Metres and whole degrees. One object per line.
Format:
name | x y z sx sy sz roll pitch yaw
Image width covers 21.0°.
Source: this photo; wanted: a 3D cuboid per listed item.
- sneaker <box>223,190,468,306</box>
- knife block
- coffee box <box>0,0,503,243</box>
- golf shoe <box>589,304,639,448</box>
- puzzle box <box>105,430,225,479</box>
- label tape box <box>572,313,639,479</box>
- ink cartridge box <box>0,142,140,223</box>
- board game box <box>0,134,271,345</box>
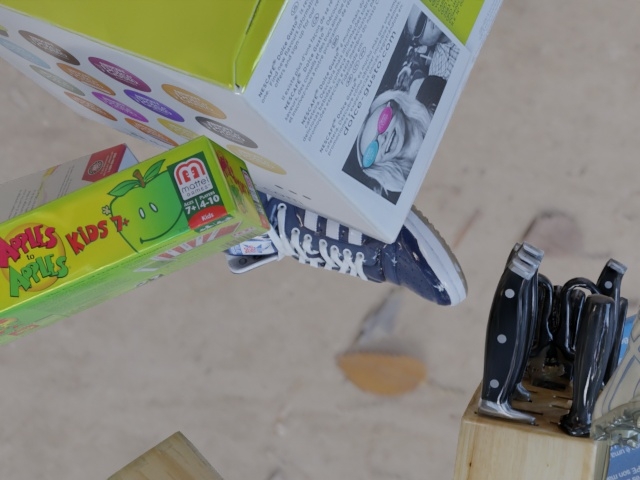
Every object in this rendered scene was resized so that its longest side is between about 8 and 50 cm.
sneaker | 0.000 0.000 1.625 0.153 0.282 0.099 -39 151 -14
knife block | 0.132 0.148 1.099 0.242 0.088 0.275 73 31 -60
coffee box | -0.065 -0.249 1.341 0.338 0.338 0.334 -64 154 -7
golf shoe | 0.165 0.041 0.753 0.069 0.086 0.176 5 158 -11
puzzle box | 0.054 0.274 0.713 0.052 0.409 0.272 -34 123 -13
label tape box | 0.326 0.223 1.430 0.249 0.347 0.115 -23 172 11
ink cartridge box | -0.258 -0.009 1.679 0.072 0.175 0.127 55 32 -34
board game box | -0.123 0.006 0.883 0.181 0.043 0.092 -23 171 7
